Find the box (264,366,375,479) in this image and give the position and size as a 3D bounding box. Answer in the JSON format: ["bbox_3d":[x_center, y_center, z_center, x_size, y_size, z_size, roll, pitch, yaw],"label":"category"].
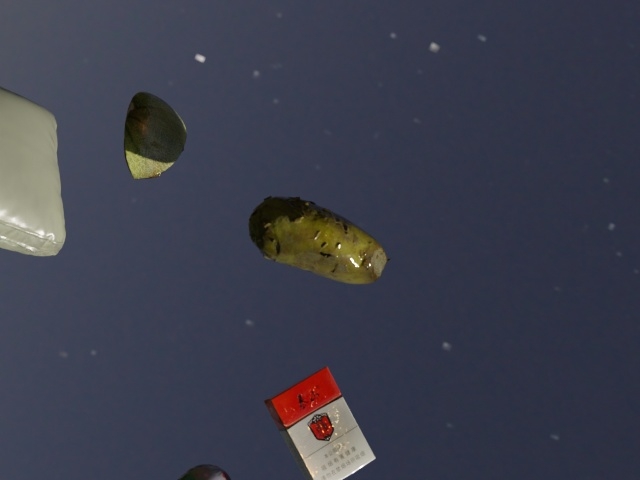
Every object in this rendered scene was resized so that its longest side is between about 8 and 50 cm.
[{"bbox_3d":[-0.001,0.272,1.694,0.152,0.100,0.048,63,-24,-2],"label":"box"}]

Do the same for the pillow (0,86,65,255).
[{"bbox_3d":[-0.462,-0.114,1.444,0.120,0.322,0.255,-41,-133,32],"label":"pillow"}]

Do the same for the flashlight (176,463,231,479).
[{"bbox_3d":[-0.047,0.203,0.839,0.051,0.129,0.051,-62,174,-11],"label":"flashlight"}]

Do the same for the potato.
[{"bbox_3d":[0.000,0.000,1.927,0.149,0.251,0.113,180,-74,-74],"label":"potato"}]

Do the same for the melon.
[{"bbox_3d":[-0.294,-0.195,2.092,0.079,0.128,0.160,5,-114,20],"label":"melon"}]
